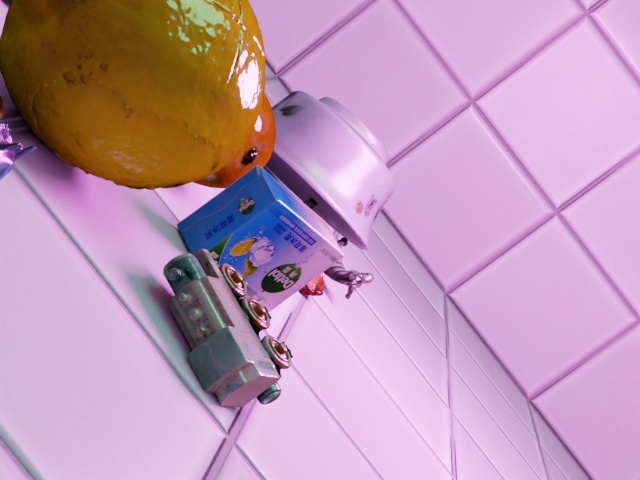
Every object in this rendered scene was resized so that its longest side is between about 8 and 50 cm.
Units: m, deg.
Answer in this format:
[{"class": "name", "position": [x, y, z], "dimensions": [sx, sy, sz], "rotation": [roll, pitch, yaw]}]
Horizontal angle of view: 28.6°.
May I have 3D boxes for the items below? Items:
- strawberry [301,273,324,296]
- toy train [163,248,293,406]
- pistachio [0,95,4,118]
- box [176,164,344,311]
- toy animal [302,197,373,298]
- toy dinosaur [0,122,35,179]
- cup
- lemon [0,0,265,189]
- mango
[{"class": "strawberry", "position": [-0.031, 0.036, 2.071], "dimensions": [0.104, 0.048, 0.152], "rotation": [54, 20, -37]}, {"class": "toy train", "position": [-0.109, 0.092, 1.381], "dimensions": [0.194, 0.081, 0.125], "rotation": [58, 15, 22]}, {"class": "pistachio", "position": [-0.339, -0.163, 1.070], "dimensions": [0.165, 0.130, 0.210], "rotation": [37, -3, -34]}, {"class": "box", "position": [-0.077, 0.001, 1.676], "dimensions": [0.194, 0.139, 0.073], "rotation": [39, 17, -53]}, {"class": "toy animal", "position": [-0.004, 0.004, 2.237], "dimensions": [0.217, 0.073, 0.176], "rotation": [46, 10, -10]}, {"class": "toy dinosaur", "position": [-0.291, -0.064, 1.065], "dimensions": [0.045, 0.080, 0.197], "rotation": [50, 9, 1]}, {"class": "cup", "position": [0.013, -0.157, 2.367], "dimensions": [0.347, 0.163, 0.347], "rotation": [43, -5, 5]}, {"class": "lemon", "position": [-0.202, -0.199, 1.385], "dimensions": [0.297, 0.297, 0.297], "rotation": [51, 9, -12]}, {"class": "mango", "position": [-0.181, -0.191, 1.826], "dimensions": [0.211, 0.173, 0.317], "rotation": [38, 4, -38]}]
